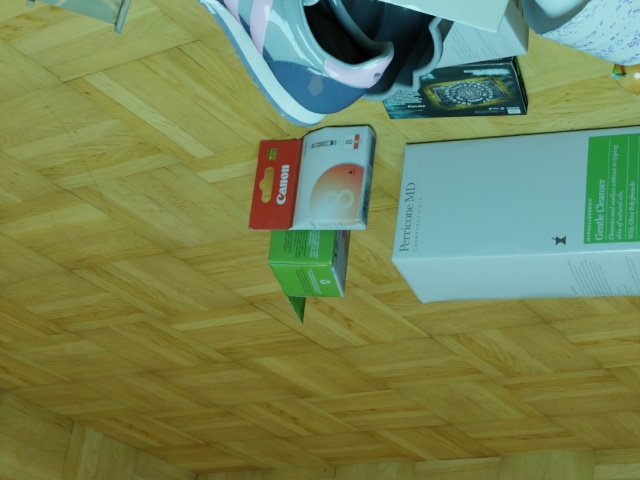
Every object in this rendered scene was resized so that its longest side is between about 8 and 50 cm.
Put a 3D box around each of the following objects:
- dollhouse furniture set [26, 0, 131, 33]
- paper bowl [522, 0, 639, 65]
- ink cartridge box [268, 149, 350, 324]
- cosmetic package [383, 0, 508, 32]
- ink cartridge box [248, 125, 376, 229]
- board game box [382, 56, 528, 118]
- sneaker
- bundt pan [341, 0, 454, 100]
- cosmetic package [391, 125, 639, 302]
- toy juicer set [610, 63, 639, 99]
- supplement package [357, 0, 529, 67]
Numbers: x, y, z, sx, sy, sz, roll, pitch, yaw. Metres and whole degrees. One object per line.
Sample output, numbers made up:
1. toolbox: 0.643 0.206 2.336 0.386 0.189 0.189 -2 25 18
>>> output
1. dollhouse furniture set: -0.286 -0.348 1.445 0.182 0.101 0.161 16 130 -15
2. paper bowl: 0.251 -0.305 1.102 0.148 0.284 0.284 18 154 -11
3. ink cartridge box: 0.000 0.000 1.953 0.097 0.189 0.255 1 156 12
4. cosmetic package: 0.122 -0.337 1.017 0.113 0.309 0.160 13 -161 -12
5. ink cartridge box: -0.016 -0.088 1.818 0.179 0.145 0.045 1 160 17
6. board game box: 0.166 -0.200 1.660 0.186 0.026 0.126 0 154 18
7. sneaker: -0.053 -0.259 1.202 0.131 0.112 0.319 -25 116 38
8. bundt pan: 0.010 -0.301 1.280 0.331 0.124 0.331 29 152 17
9. cosmetic package: 0.299 -0.031 1.786 0.365 0.197 0.155 -4 153 21
10. toy juicer set: 0.493 -0.194 1.491 0.329 0.089 0.209 4 156 10
11. supplement package: 0.133 -0.263 1.439 0.179 0.105 0.105 -5 154 26
